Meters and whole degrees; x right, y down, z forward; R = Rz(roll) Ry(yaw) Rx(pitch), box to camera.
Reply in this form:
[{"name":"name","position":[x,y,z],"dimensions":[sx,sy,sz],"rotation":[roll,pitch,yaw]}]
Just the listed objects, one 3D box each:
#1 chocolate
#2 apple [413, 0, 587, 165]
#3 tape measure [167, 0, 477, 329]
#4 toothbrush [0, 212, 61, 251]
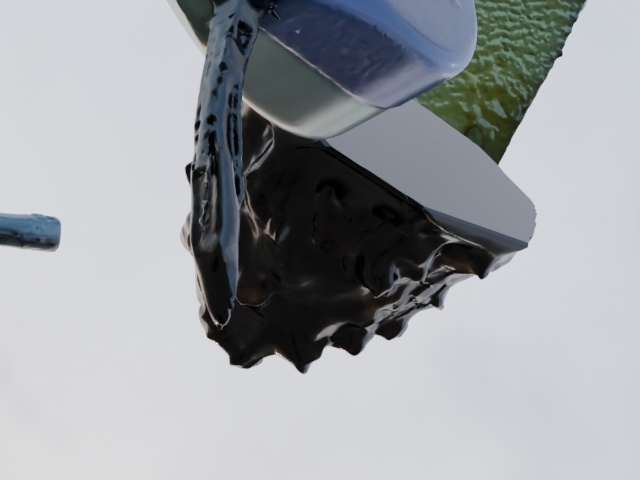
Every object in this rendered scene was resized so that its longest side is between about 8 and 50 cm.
[{"name":"chocolate","position":[0.000,0.000,1.159],"dimensions":[0.177,0.206,0.224],"rotation":[-56,-136,18]},{"name":"apple","position":[0.118,-0.113,1.826],"dimensions":[0.179,0.346,0.254],"rotation":[22,-8,40]},{"name":"tape measure","position":[-0.002,-0.098,0.835],"dimensions":[0.098,0.351,0.215],"rotation":[-25,-32,24]},{"name":"toothbrush","position":[-0.196,-0.015,0.706],"dimensions":[0.016,0.220,0.019],"rotation":[-6,-101,54]}]
